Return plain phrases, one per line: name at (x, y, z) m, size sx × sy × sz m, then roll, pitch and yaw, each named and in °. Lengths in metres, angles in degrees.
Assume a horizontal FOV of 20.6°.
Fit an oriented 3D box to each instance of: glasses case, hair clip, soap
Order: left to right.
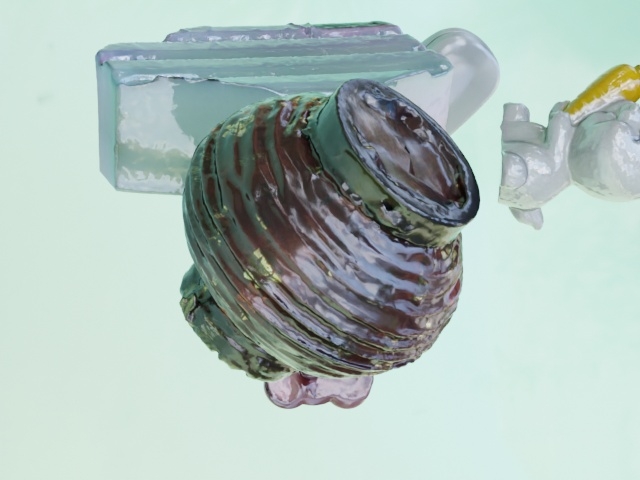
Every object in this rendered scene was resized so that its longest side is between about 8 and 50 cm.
soap at (-0.044, -0.119, 1.563) m, size 0.193 × 0.323 × 0.109 m, roll -138°, pitch -131°, yaw -57°
hair clip at (-0.007, 0.112, 1.943) m, size 0.102 × 0.123 × 0.138 m, roll 105°, pitch -27°, yaw -49°
glasses case at (0.084, -0.127, 1.826) m, size 0.092 × 0.233 × 0.059 m, roll 40°, pitch 22°, yaw -28°

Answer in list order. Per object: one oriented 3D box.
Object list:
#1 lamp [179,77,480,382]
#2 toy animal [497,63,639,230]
lamp at (0.000, 0.000, 1.328) m, size 0.247 × 0.247 × 0.247 m, roll 44°, pitch 39°, yaw -50°
toy animal at (0.229, -0.058, 1.361) m, size 0.131 × 0.181 × 0.127 m, roll -75°, pitch 165°, yaw -57°
